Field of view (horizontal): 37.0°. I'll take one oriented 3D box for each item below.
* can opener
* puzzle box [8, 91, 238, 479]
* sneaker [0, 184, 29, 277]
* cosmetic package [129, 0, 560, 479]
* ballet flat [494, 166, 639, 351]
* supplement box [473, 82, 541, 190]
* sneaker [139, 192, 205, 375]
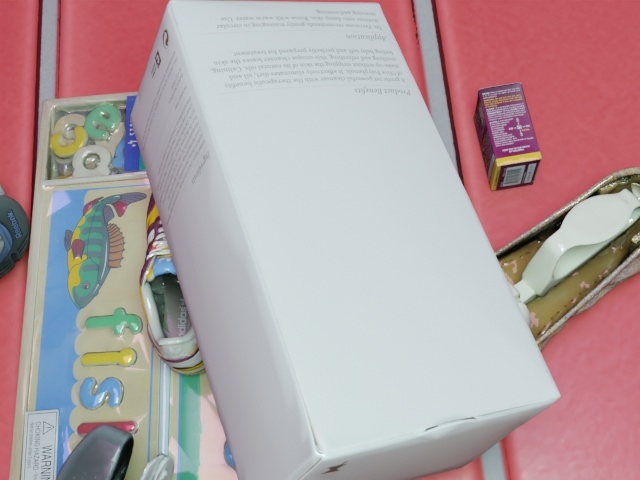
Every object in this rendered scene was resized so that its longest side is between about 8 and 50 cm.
[{"bbox_3d":[-0.187,0.282,0.719,0.093,0.074,0.280,19,76,11],"label":"can opener"},{"bbox_3d":[-0.130,0.046,0.871,0.272,0.052,0.409,-4,67,4],"label":"puzzle box"},{"bbox_3d":[-0.416,0.029,0.896,0.297,0.111,0.129,-31,48,-8],"label":"sneaker"},{"bbox_3d":[0.000,0.000,0.730,0.197,0.155,0.365,-5,62,-27],"label":"cosmetic package"},{"bbox_3d":[0.173,0.037,0.813,0.316,0.106,0.107,-38,69,-9],"label":"ballet flat"},{"bbox_3d":[0.174,-0.097,0.896,0.043,0.055,0.083,-10,68,1],"label":"supplement box"},{"bbox_3d":[-0.117,0.016,0.808,0.069,0.084,0.185,-11,67,1],"label":"sneaker"}]
